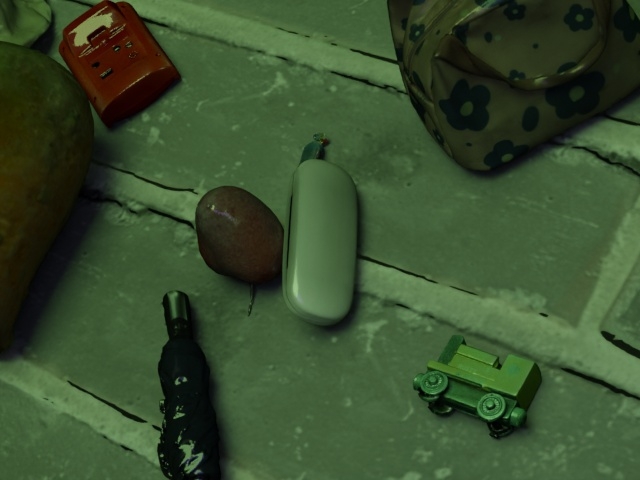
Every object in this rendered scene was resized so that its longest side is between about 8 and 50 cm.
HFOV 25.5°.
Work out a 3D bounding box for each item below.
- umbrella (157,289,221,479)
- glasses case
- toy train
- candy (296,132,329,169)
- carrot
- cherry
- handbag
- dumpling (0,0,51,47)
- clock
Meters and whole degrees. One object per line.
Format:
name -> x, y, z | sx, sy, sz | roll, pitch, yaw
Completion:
umbrella -> -0.146, 0.149, 1.471 | 0.071, 0.071, 0.248 | -21, 55, 11
glasses case -> 0.000, 0.000, 1.496 | 0.049, 0.074, 0.193 | -46, 35, 49
toy train -> 0.151, 0.139, 1.359 | 0.122, 0.050, 0.081 | 19, 64, 33
candy -> -0.011, -0.086, 1.590 | 0.030, 0.020, 0.083 | 10, 63, 29
carrot -> -0.395, -0.051, 1.616 | 0.224, 0.224, 0.340 | 5, 66, 26
cherry -> -0.083, -0.004, 1.516 | 0.106, 0.126, 0.087 | 31, 55, 21
handbag -> 0.200, -0.218, 1.471 | 0.251, 0.193, 0.190 | -29, 48, 4
dumpling -> -0.451, -0.304, 1.855 | 0.193, 0.147, 0.258 | 5, 38, -20
clock -> -0.255, -0.225, 1.764 | 0.113, 0.061, 0.155 | -36, 54, -1
